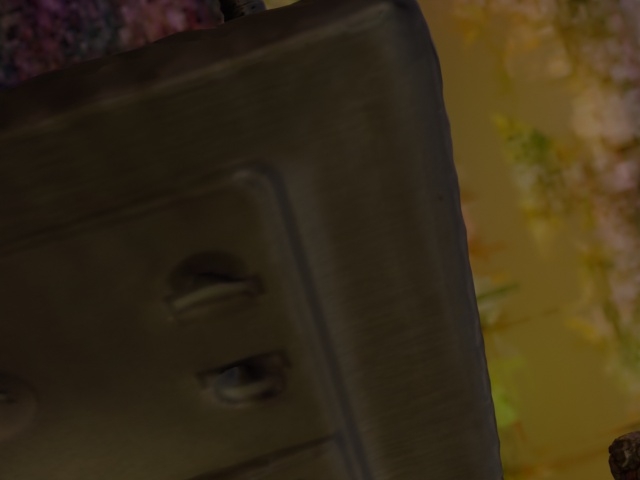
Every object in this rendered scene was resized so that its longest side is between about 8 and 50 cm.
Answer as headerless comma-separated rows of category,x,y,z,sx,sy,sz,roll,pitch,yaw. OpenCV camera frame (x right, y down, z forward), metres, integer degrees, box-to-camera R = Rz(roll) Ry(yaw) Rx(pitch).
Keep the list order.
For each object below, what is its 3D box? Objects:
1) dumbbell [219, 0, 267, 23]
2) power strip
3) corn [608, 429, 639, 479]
dumbbell,0.000,0.000,0.655,0.081,0.081,0.254,22,49,-82
power strip,-0.082,0.031,0.484,0.251,0.257,0.092,76,-3,-47
corn,0.316,0.235,1.215,0.253,0.086,0.086,49,2,13
